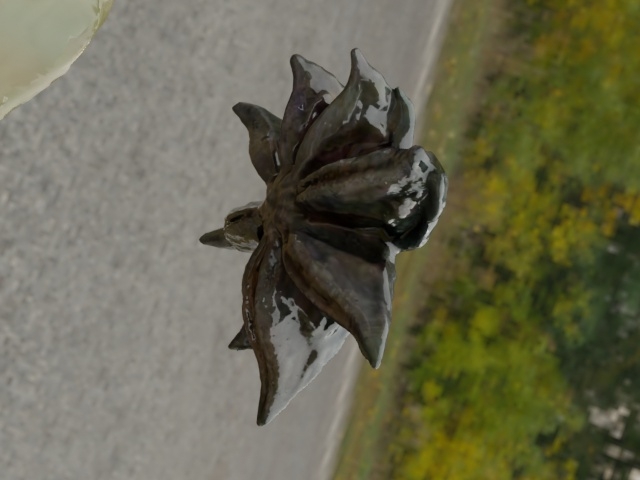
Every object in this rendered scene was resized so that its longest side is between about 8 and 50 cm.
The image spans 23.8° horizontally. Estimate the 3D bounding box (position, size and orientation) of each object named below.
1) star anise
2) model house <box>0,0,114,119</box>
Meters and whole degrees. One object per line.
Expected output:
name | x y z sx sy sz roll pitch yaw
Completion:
star anise | 0.000 0.000 0.723 0.204 0.061 0.181 -43 -138 48
model house | -0.328 -0.170 0.751 0.334 0.382 0.343 39 24 -44
